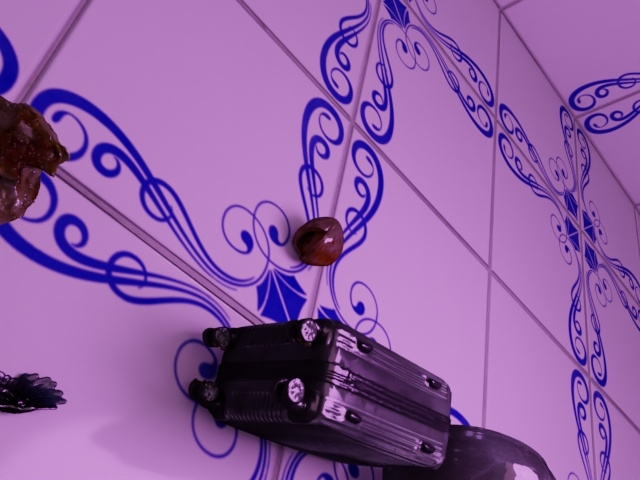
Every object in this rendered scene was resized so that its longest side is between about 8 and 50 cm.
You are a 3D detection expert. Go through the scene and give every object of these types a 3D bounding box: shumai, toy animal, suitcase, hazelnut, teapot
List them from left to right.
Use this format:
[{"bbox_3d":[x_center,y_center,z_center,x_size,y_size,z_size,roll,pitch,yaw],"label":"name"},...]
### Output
[{"bbox_3d":[-0.322,0.120,0.660,0.220,0.062,0.108,9,84,-52],"label":"toy animal"},{"bbox_3d":[-0.327,-0.098,0.735,0.123,0.105,0.139,2,46,-49],"label":"shumai"},{"bbox_3d":[0.000,0.000,1.115,0.086,0.086,0.086,28,52,-42],"label":"hazelnut"},{"bbox_3d":[0.011,0.197,0.925,0.312,0.202,0.128,32,59,-41],"label":"suitcase"},{"bbox_3d":[0.196,0.458,0.997,0.300,0.253,0.344,34,53,-20],"label":"teapot"}]
